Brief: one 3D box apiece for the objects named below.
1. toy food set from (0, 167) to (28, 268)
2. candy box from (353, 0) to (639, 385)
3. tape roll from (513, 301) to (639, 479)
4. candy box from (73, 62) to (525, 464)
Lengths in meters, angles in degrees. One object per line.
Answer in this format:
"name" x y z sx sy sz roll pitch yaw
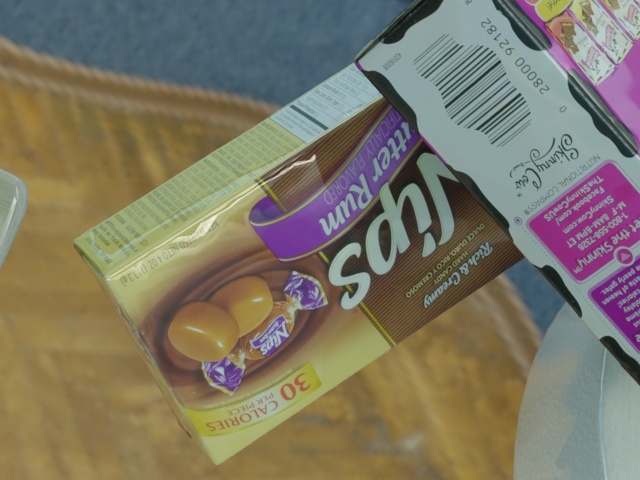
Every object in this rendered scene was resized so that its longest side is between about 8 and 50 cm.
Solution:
"toy food set" -0.239 0.051 0.780 0.092 0.220 0.306 26 2 21
"candy box" 0.140 -0.030 0.774 0.233 0.071 0.159 48 38 -2
"tape roll" 0.266 0.152 0.909 0.392 0.072 0.392 18 53 -26
"candy box" 0.000 0.000 0.861 0.109 0.186 0.053 63 -11 -27
